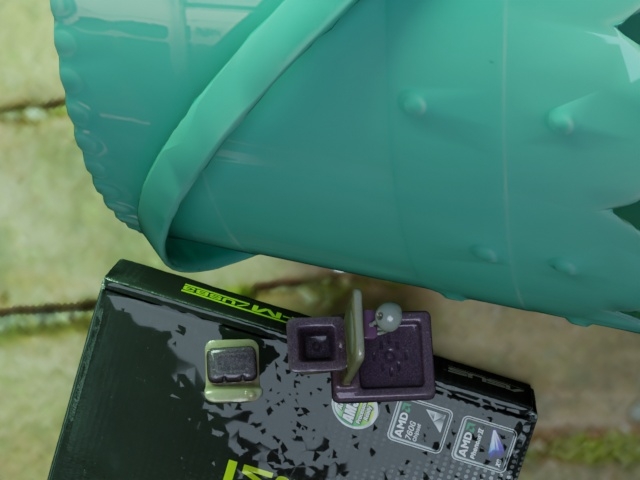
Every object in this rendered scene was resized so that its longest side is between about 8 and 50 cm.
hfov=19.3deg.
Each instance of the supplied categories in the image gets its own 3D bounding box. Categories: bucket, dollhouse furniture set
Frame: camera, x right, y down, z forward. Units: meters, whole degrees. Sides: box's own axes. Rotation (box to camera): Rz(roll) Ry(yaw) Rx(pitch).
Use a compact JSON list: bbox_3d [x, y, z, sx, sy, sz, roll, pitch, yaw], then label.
[{"bbox_3d":[0.040,-0.108,0.610,0.183,0.281,0.281,6,104,14],"label":"bucket"},{"bbox_3d":[0.000,0.000,0.712,0.091,0.081,0.114,-2,76,-4],"label":"dollhouse furniture set"}]

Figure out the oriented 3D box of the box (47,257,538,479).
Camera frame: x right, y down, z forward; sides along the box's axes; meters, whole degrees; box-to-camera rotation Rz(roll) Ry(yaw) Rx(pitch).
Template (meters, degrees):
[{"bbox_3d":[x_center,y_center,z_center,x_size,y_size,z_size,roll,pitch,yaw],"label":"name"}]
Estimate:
[{"bbox_3d":[-0.025,0.124,0.785,0.184,0.045,0.190,17,103,-1],"label":"box"}]
